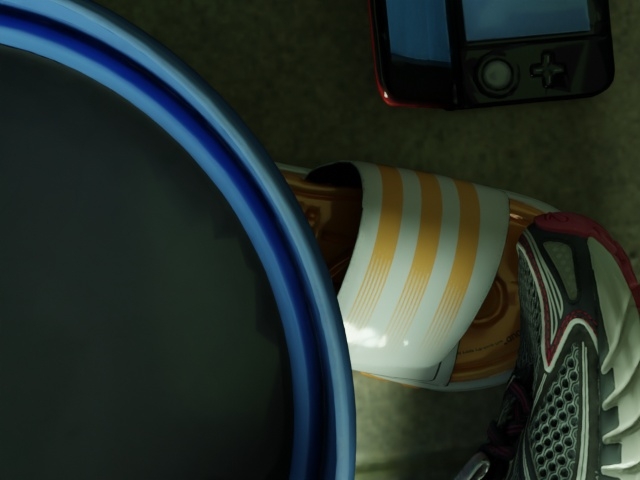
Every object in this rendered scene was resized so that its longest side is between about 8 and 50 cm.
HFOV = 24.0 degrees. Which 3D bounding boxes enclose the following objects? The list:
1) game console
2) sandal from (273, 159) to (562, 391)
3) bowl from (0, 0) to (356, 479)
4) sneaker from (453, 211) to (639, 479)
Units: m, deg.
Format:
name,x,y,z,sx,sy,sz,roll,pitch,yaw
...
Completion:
name,x,y,z,sx,sy,sz,roll,pitch,yaw
game console,0.077,-0.135,0.685,0.124,0.085,0.144,-6,91,-3
sandal,-0.003,0.010,0.685,0.265,0.076,0.101,10,90,-4
bowl,-0.177,0.076,0.644,0.391,0.077,0.391,1,95,6
sneaker,0.082,0.134,0.658,0.112,0.121,0.299,8,99,2
